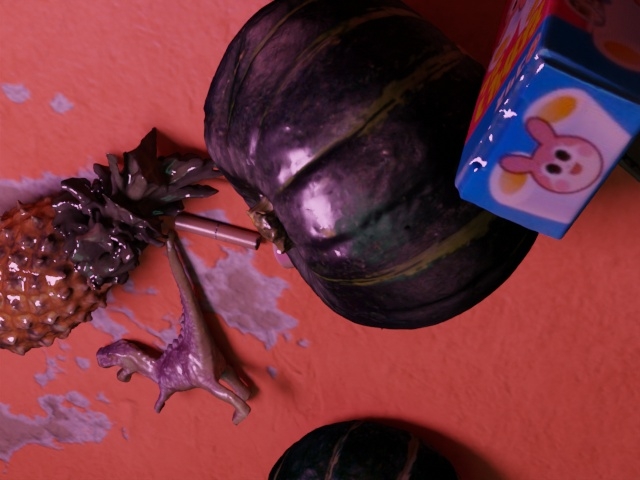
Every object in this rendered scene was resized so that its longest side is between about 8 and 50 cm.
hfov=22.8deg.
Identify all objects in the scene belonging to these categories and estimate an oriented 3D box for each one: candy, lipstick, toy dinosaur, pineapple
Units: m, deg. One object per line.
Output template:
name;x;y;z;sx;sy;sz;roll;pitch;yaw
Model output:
candy;0.200;-0.164;1.227;0.100;0.306;0.157;26;136;-4
lipstick;-0.110;-0.009;1.709;0.094;0.019;0.019;16;136;9
toy dinosaur;-0.153;0.126;1.825;0.200;0.072;0.251;39;145;-2
pineapple;-0.244;0.000;1.686;0.340;0.169;0.169;-28;118;31

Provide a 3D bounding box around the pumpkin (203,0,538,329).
pumpkin;0.047;-0.075;1.383;0.241;0.323;0.323;-39;117;-1

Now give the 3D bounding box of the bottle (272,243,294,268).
bottle;0.000;0.000;1.656;0.096;0.045;0.045;-12;127;28

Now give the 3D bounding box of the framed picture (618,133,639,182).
framed picture;0.351;-0.108;1.428;0.281;0.019;0.209;39;134;-17

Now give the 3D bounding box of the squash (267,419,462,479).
squash;0.054;0.325;1.860;0.252;0.165;0.252;13;134;13
